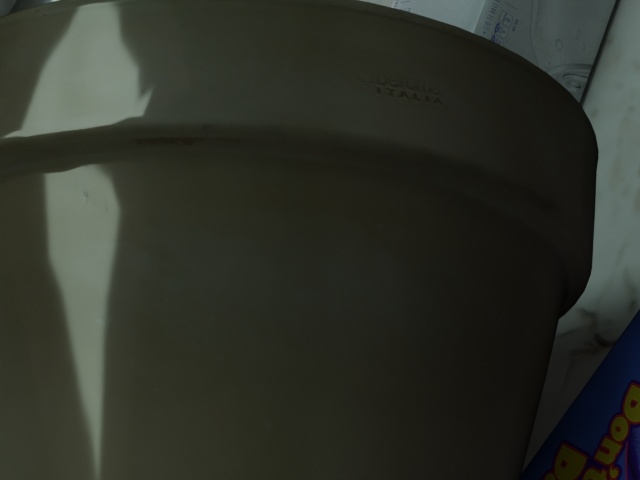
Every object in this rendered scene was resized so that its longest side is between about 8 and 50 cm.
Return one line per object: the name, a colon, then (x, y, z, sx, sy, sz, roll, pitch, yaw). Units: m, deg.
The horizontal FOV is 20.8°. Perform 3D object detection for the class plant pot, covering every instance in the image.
plant pot: (-0.037, 0.087, 0.759, 0.323, 0.323, 0.280, -23, 58, 46)

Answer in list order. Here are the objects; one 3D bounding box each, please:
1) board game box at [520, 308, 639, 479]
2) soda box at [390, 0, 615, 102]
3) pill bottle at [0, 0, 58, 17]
board game box: (0.181, 0.140, 0.719, 0.347, 0.078, 0.233, -56, 32, 10)
soda box: (0.128, -0.191, 1.041, 0.098, 0.091, 0.286, 2, 68, 56)
pill bottle: (-0.118, -0.108, 0.969, 0.121, 0.221, 0.121, -34, 41, 36)
